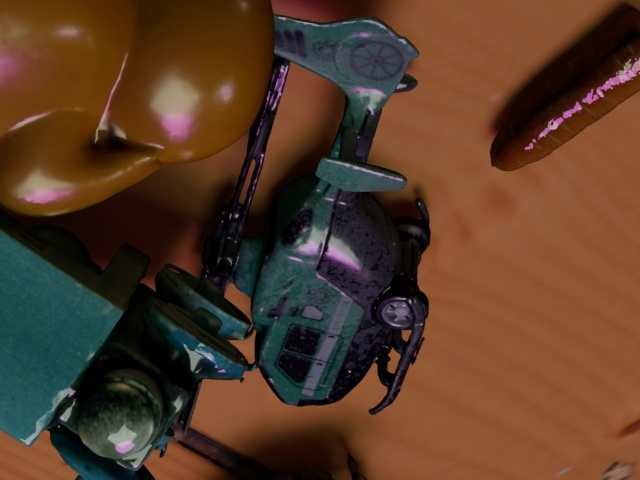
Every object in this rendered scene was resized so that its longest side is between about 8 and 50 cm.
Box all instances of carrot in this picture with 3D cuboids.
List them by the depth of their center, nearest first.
[{"bbox_3d":[0.159,-0.092,1.161,0.139,0.048,0.048,-37,131,28],"label":"carrot"}]

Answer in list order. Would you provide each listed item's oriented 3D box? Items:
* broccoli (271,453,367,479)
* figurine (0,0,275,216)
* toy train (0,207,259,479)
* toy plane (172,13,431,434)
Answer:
[{"bbox_3d":[0.014,0.307,1.415,0.177,0.198,0.275,-35,102,-3],"label":"broccoli"},{"bbox_3d":[-0.149,-0.115,0.973,0.215,0.215,0.228,-35,146,22],"label":"figurine"},{"bbox_3d":[-0.145,0.050,1.077,0.194,0.298,0.120,34,93,-4],"label":"toy train"},{"bbox_3d":[0.000,0.000,1.187,0.155,0.106,0.382,11,138,-7],"label":"toy plane"}]
